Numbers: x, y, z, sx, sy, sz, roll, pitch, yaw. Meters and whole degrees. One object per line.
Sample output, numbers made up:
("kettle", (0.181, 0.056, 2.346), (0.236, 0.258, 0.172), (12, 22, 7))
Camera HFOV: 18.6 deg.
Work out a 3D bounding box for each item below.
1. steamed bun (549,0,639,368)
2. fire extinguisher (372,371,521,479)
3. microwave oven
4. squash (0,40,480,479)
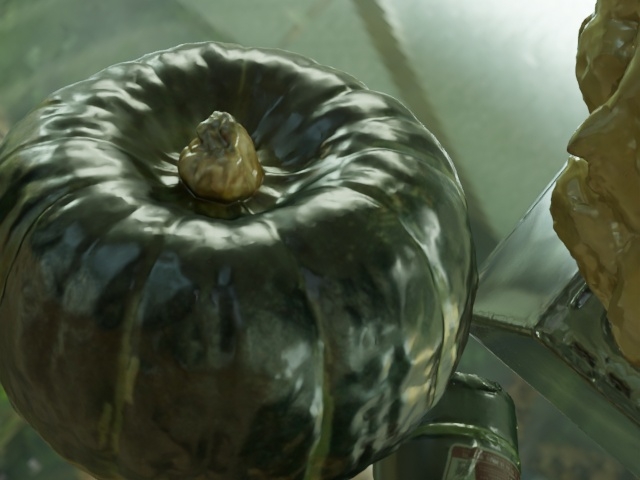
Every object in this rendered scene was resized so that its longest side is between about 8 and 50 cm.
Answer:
("steamed bun", (0.216, -0.012, 0.748), (0.292, 0.295, 0.137), (43, 20, 11))
("fire extinguisher", (0.077, 0.218, 1.103), (0.118, 0.093, 0.294), (34, 41, -36))
("microwave oven", (0.362, 0.114, 1.577), (0.432, 0.236, 0.374), (40, -4, -8))
("squash", (-0.047, 0.012, 0.955), (0.252, 0.252, 0.165), (39, -40, 27))
